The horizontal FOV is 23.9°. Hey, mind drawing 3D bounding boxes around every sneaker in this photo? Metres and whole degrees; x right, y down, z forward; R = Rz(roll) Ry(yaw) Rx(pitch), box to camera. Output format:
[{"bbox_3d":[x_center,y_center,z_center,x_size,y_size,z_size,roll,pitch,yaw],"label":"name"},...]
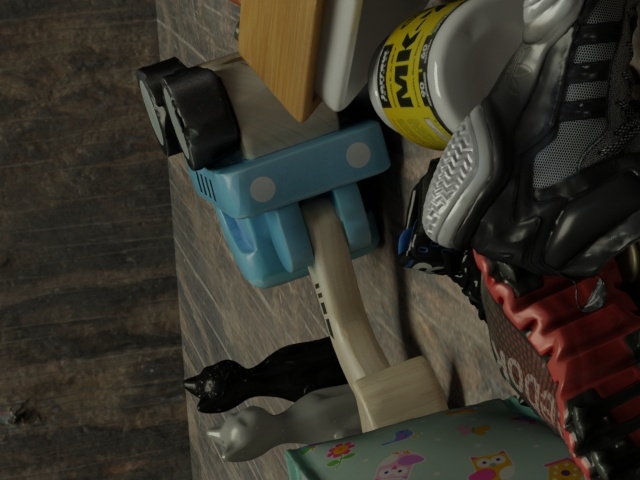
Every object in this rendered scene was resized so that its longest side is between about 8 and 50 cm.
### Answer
[{"bbox_3d":[0.187,-0.088,0.958,0.269,0.153,0.101,-61,-13,8],"label":"sneaker"},{"bbox_3d":[0.124,0.037,1.218,0.079,0.121,0.217,135,126,-74],"label":"sneaker"},{"bbox_3d":[0.189,0.095,1.050,0.135,0.097,0.276,80,167,-57],"label":"sneaker"}]

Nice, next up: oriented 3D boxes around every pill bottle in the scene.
[{"bbox_3d":[0.112,-0.129,1.191,0.208,0.119,0.119,-167,70,-75],"label":"pill bottle"}]

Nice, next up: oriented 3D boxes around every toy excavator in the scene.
[{"bbox_3d":[0.000,0.000,1.624,0.433,0.222,0.445,-148,38,-72],"label":"toy excavator"}]

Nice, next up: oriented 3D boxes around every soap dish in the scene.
[{"bbox_3d":[0.027,-0.275,1.254,0.229,0.118,0.291,-54,-18,-37],"label":"soap dish"}]

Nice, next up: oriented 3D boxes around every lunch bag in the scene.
[{"bbox_3d":[0.114,0.234,1.150,0.262,0.223,0.160,-147,46,-70],"label":"lunch bag"}]

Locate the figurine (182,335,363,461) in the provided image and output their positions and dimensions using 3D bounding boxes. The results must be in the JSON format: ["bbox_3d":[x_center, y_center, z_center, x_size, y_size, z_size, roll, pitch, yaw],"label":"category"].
[{"bbox_3d":[-0.042,0.195,1.785,0.215,0.209,0.092,-130,35,-65],"label":"figurine"}]

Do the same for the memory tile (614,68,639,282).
[{"bbox_3d":[0.207,-0.055,1.067,0.113,0.012,0.148,-122,27,-59],"label":"memory tile"}]

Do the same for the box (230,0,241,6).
[{"bbox_3d":[-0.143,-0.391,1.402,0.345,0.168,0.215,29,154,18],"label":"box"}]
